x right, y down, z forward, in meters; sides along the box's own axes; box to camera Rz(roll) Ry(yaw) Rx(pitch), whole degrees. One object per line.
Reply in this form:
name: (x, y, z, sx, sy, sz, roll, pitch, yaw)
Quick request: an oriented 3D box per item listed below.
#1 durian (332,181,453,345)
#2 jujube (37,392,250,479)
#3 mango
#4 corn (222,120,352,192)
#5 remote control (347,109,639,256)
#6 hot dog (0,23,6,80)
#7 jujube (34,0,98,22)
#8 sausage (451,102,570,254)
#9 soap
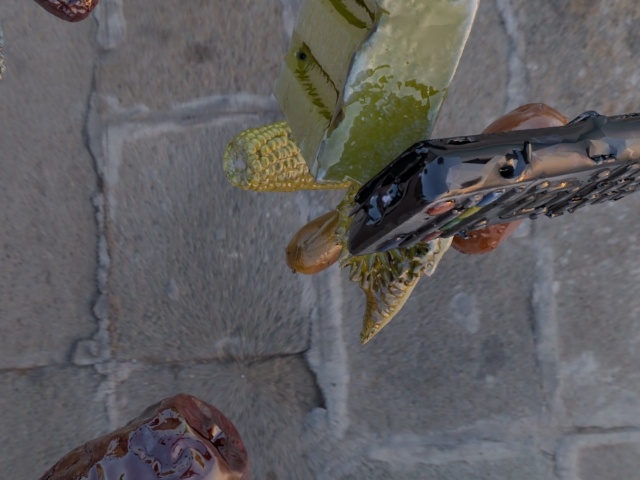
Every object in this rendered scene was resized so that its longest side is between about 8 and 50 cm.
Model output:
durian: (0.081, 0.014, 1.084, 0.140, 0.078, 0.224, 6, 105, -25)
jujube: (-0.278, 0.398, 1.541, 0.276, 0.276, 0.377, 42, 104, 2)
mango: (0.000, 0.000, 1.481, 0.127, 0.077, 0.063, -37, 128, 18)
corn: (0.007, -0.116, 1.372, 0.310, 0.101, 0.102, -3, 81, -46)
remote control: (0.200, -0.063, 0.890, 0.398, 0.144, 0.062, -11, 73, -37)
hot dog: (-0.453, -0.183, 1.091, 0.270, 0.082, 0.163, -23, 92, 11)
jujube: (-0.304, -0.306, 1.180, 0.077, 0.077, 0.129, -41, 112, -8)
sausage: (0.248, -0.084, 1.452, 0.133, 0.258, 0.133, 18, 45, -19)
soap: (0.038, -0.177, 0.966, 0.091, 0.315, 0.199, 17, 107, -14)
